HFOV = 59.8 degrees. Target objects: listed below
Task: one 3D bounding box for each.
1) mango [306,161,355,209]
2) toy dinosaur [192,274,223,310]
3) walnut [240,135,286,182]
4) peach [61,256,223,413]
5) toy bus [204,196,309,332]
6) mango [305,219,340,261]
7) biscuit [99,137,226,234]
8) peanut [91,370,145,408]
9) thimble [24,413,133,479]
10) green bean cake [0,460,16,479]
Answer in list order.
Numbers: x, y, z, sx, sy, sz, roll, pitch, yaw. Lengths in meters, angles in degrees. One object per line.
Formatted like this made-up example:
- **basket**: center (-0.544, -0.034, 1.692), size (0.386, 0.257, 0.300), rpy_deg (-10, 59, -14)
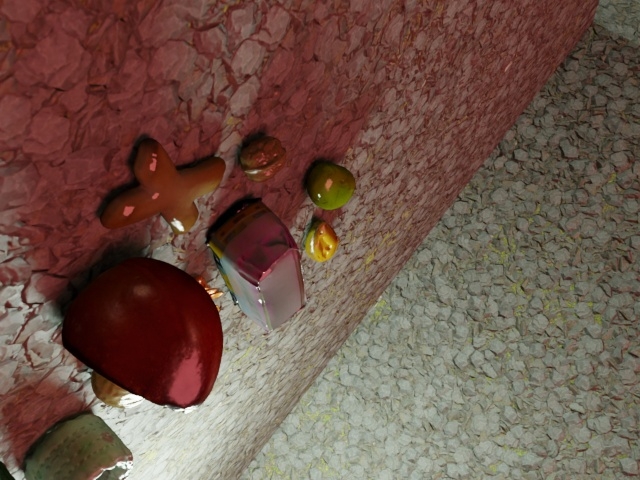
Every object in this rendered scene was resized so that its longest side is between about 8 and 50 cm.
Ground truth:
- **mango**: center (0.020, -0.134, 1.376), size (0.117, 0.089, 0.163), rpy_deg (-50, 149, 19)
- **toy dinosaur**: center (-0.274, 0.151, 1.254), size (0.117, 0.070, 0.288), rpy_deg (-37, 160, -36)
- **walnut**: center (-0.110, -0.156, 1.062), size (0.096, 0.082, 0.079), rpy_deg (-39, 128, -29)
- **peach**: center (-0.283, 0.165, 0.956), size (0.245, 0.275, 0.248), rpy_deg (-55, 166, 18)
- **toy bus**: center (-0.127, 0.068, 1.284), size (0.171, 0.162, 0.386), rpy_deg (-43, 158, -18)
- **mango**: center (0.000, 0.000, 1.583), size (0.101, 0.066, 0.187), rpy_deg (-38, 152, -13)
- **biscuit**: center (-0.253, -0.080, 0.926), size (0.164, 0.047, 0.208), rpy_deg (-55, 160, 12)
- **peanut**: center (-0.396, 0.273, 1.141), size (0.140, 0.109, 0.159), rpy_deg (-51, 150, -35)
- **thimble**: center (-0.519, 0.491, 1.190), size (0.211, 0.149, 0.185), rpy_deg (-55, 162, 13)
- **green bean cake**: center (-0.637, 0.466, 0.866), size (0.300, 0.169, 0.308), rpy_deg (-38, 158, -32)
